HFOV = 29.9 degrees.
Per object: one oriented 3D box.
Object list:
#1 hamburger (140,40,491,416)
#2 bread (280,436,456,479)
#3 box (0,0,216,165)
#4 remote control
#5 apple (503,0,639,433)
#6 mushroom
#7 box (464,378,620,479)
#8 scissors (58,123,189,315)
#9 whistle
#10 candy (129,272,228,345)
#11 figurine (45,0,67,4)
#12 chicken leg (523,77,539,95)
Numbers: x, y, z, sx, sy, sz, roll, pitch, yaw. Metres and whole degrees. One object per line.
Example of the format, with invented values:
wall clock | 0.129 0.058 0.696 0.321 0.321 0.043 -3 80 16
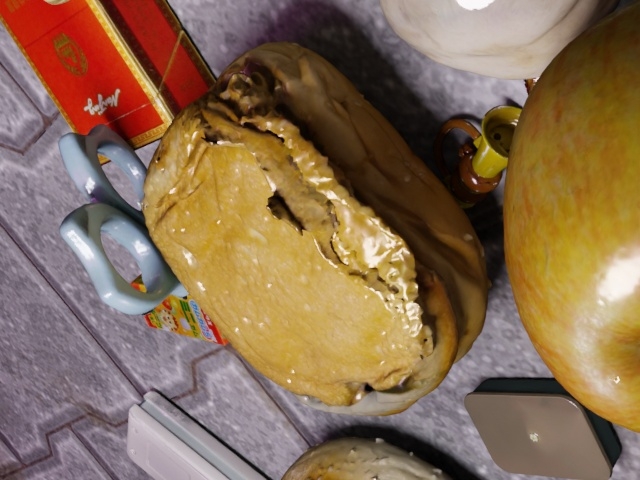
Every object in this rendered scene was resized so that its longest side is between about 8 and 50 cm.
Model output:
hamburger | 0.000 0.000 0.932 0.319 0.158 0.318 36 153 22
bread | 0.064 0.333 1.199 0.306 0.159 0.305 28 140 27
box | -0.206 -0.193 1.058 0.153 0.074 0.239 -17 110 47
remote control | -0.116 0.297 1.438 0.277 0.055 0.103 36 142 17
apple | 0.221 -0.007 0.645 0.264 0.264 0.264 27 139 26
mushroom | 0.109 -0.163 0.717 0.154 0.122 0.154 16 174 2
box | 0.188 0.158 1.016 0.126 0.031 0.091 -8 118 49
scissors | -0.112 0.036 1.082 0.029 0.191 0.360 -27 139 17
whistle | 0.111 -0.060 0.883 0.057 0.046 0.109 34 150 -6
candy | -0.141 0.067 1.259 0.122 0.038 0.062 10 130 40
figurine | -0.177 -0.294 0.852 0.325 0.124 0.222 -12 104 36
chicken leg | 0.160 -0.098 0.814 0.036 0.021 0.083 -3 122 36
